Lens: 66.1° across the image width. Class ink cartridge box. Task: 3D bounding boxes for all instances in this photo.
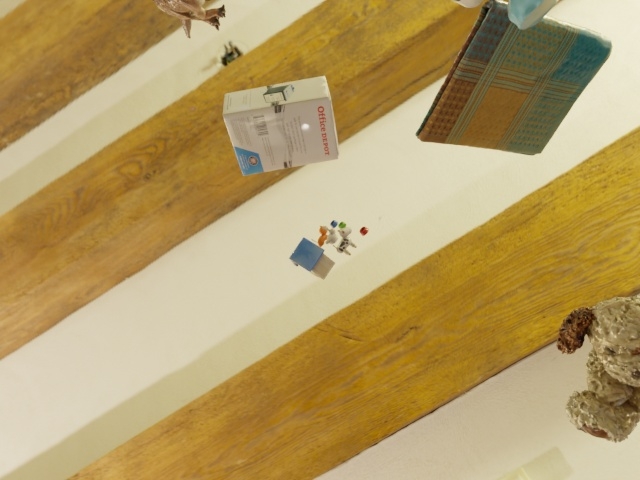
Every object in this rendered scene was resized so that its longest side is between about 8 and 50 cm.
[{"bbox_3d":[-0.070,-0.211,0.915,0.190,0.140,0.082,-10,-133,2],"label":"ink cartridge box"}]

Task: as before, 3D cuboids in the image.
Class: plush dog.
[{"bbox_3d":[0.508,0.177,0.766,0.262,0.225,0.211,-11,-146,39],"label":"plush dog"}]

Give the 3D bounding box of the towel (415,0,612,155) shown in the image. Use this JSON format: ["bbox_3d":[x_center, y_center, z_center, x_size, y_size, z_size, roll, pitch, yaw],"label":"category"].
[{"bbox_3d":[0.378,-0.293,0.948,0.040,0.369,0.272,59,-43,38],"label":"towel"}]

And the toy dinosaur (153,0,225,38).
[{"bbox_3d":[-0.320,-0.544,1.082,0.200,0.295,0.127,-9,-85,-23],"label":"toy dinosaur"}]

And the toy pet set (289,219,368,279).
[{"bbox_3d":[0.000,0.000,0.812,0.114,0.065,0.122,-55,-155,-10],"label":"toy pet set"}]

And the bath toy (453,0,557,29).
[{"bbox_3d":[0.084,-0.336,0.464,0.348,0.129,0.152,31,-71,15],"label":"bath toy"}]
